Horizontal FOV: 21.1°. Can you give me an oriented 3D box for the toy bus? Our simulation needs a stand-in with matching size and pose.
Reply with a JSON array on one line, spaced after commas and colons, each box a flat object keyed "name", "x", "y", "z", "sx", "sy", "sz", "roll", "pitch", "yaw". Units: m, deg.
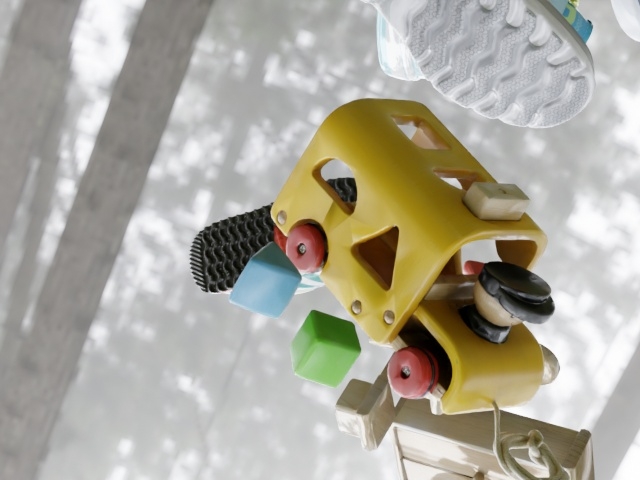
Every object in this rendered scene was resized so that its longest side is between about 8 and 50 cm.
[{"name": "toy bus", "x": 0.069, "y": 0.010, "z": 0.928, "sx": 0.202, "sy": 0.104, "sz": 0.191, "roll": 26, "pitch": -152, "yaw": -9}]

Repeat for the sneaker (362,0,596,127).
[{"name": "sneaker", "x": 0.090, "y": -0.196, "z": 1.226, "sx": 0.281, "sy": 0.105, "sz": 0.115, "roll": 40, "pitch": -139, "yaw": -2}]

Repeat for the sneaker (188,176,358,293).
[{"name": "sneaker", "x": 0.000, "y": 0.000, "z": 1.097, "sx": 0.075, "sy": 0.161, "sz": 0.057, "roll": 12, "pitch": -115, "yaw": -62}]

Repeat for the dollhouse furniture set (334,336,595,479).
[{"name": "dollhouse furniture set", "x": 0.077, "y": 0.283, "z": 1.375, "sx": 0.174, "sy": 0.303, "sz": 0.355, "roll": 13, "pitch": -132, "yaw": 26}]

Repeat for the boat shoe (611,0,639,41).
[{"name": "boat shoe", "x": 0.403, "y": -0.311, "z": 1.525, "sx": 0.156, "sy": 0.136, "sz": 0.367, "roll": 4, "pitch": -137, "yaw": 50}]

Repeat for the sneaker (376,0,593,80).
[{"name": "sneaker", "x": 0.161, "y": -0.267, "z": 1.634, "sx": 0.208, "sy": 0.319, "sz": 0.127, "roll": 15, "pitch": -124, "yaw": 16}]
